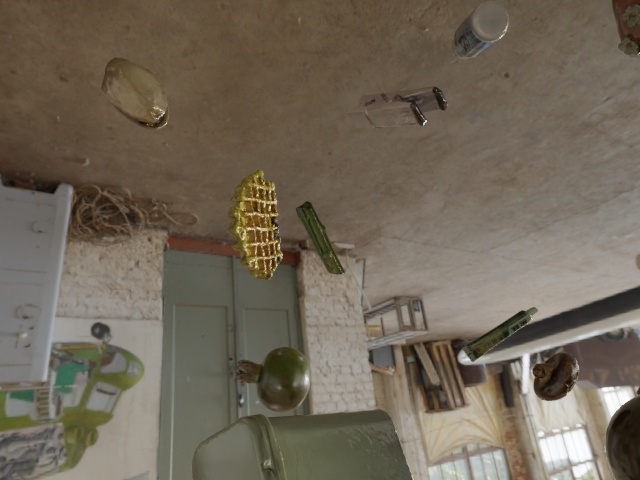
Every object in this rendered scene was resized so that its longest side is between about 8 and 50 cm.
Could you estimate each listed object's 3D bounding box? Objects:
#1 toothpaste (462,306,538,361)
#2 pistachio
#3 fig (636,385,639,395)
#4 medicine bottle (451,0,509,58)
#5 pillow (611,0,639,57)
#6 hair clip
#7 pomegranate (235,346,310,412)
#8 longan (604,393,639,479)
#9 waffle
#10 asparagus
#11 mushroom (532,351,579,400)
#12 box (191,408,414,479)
[{"bbox_3d":[0.445,0.226,1.019,0.204,0.049,0.031,-37,-172,7],"label":"toothpaste"},{"bbox_3d":[-0.516,-0.410,1.154,0.152,0.223,0.126,-33,175,-22],"label":"pistachio"},{"bbox_3d":[1.068,0.427,1.196,0.270,0.240,0.239,-15,156,16],"label":"fig"},{"bbox_3d":[0.454,-0.599,1.199,0.106,0.107,0.191,-5,-175,-3],"label":"medicine bottle"},{"bbox_3d":[0.680,-0.458,0.859,0.075,0.171,0.179,-32,114,5],"label":"pillow"},{"bbox_3d":[0.200,-0.370,1.176,0.085,0.101,0.330,47,168,-28],"label":"hair clip"},{"bbox_3d":[-0.122,0.381,1.172,0.210,0.179,0.179,40,138,-20],"label":"pomegranate"},{"bbox_3d":[0.672,0.402,0.787,0.247,0.249,0.248,-6,158,-2],"label":"longan"},{"bbox_3d":[-0.176,-0.039,1.169,0.065,0.310,0.283,-4,136,20],"label":"waffle"},{"bbox_3d":[0.000,0.000,1.404,0.067,0.278,0.060,-22,175,-39],"label":"asparagus"},{"bbox_3d":[0.555,0.322,0.977,0.109,0.085,0.126,16,111,-46],"label":"mushroom"},{"bbox_3d":[0.012,0.457,0.640,0.343,0.352,0.177,17,133,-44],"label":"box"}]
